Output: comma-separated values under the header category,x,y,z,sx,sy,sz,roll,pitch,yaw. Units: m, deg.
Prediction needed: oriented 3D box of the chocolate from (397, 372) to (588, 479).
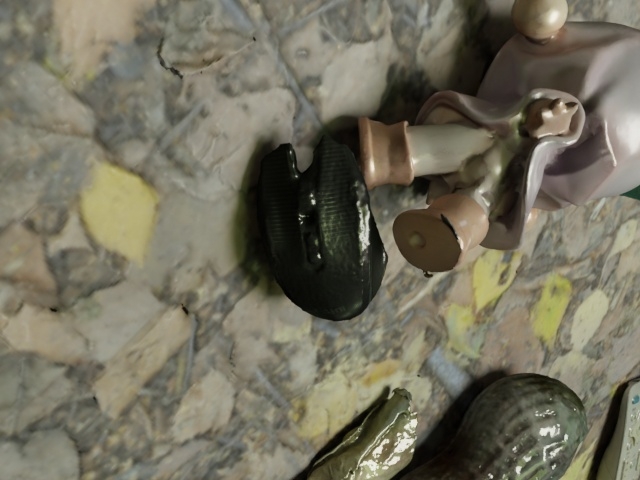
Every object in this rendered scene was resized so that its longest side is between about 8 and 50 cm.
category,x,y,z,sx,sy,sz,roll,pitch,yaw
chocolate,0.146,0.216,0.763,0.248,0.110,0.110,-40,133,-19

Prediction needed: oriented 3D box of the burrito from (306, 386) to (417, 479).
category,x,y,z,sx,sy,sz,roll,pitch,yaw
burrito,0.028,0.188,0.682,0.149,0.041,0.055,-40,120,-19

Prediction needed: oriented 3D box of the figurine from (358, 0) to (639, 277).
category,x,y,z,sx,sy,sz,roll,pitch,yaw
figurine,0.151,-0.072,0.585,0.276,0.133,0.200,-26,131,-28

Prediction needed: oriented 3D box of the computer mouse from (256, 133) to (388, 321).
category,x,y,z,sx,sy,sz,roll,pitch,yaw
computer mouse,0.000,0.000,0.526,0.079,0.047,0.135,-5,118,10

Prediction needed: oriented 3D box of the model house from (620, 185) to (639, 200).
category,x,y,z,sx,sy,sz,roll,pitch,yaw
model house,0.338,-0.086,0.735,0.119,0.149,0.148,-14,123,-37

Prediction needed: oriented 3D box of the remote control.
category,x,y,z,sx,sy,sz,roll,pitch,yaw
remote control,0.379,0.281,1.052,0.073,0.044,0.229,-10,111,-42
